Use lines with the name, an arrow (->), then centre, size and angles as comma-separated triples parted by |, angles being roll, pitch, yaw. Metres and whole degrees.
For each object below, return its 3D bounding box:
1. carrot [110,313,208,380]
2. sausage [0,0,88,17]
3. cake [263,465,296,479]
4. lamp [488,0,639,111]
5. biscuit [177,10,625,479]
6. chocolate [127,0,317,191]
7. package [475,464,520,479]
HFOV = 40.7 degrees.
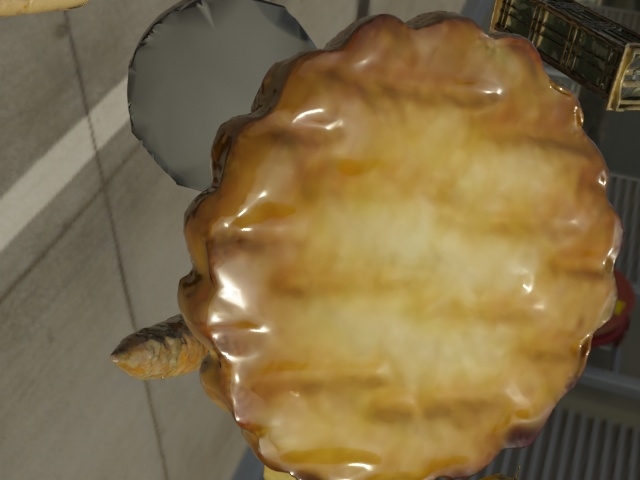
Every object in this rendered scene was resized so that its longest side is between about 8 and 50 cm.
carrot -> -0.223, 0.151, 1.218 | 0.263, 0.102, 0.102 | 5, 99, -74
sausage -> -0.464, -0.352, 1.242 | 0.301, 0.066, 0.066 | -22, 129, -39
cake -> 0.001, 0.243, 1.350 | 0.332, 0.321, 0.332 | -41, 150, -30
lamp -> 0.353, -0.279, 1.190 | 0.325, 0.089, 0.090 | -123, -145, -52
biscuit -> 0.058, 0.012, 0.587 | 0.107, 0.326, 0.325 | 22, -80, 64
chocolate -> -0.173, -0.299, 1.670 | 0.331, 0.384, 0.383 | -86, -175, -73
package -> 0.254, 0.396, 1.317 | 0.047, 0.131, 0.071 | 58, 22, -11
